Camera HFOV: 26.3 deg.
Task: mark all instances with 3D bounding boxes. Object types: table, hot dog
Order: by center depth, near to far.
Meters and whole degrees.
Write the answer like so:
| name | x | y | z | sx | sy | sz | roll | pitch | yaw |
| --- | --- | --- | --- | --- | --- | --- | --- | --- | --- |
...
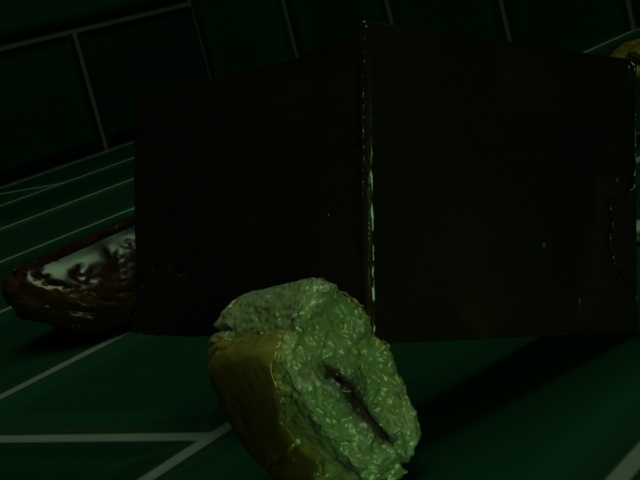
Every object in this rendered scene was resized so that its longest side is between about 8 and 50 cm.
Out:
| name | x | y | z | sx | sy | sz | roll | pitch | yaw |
| --- | --- | --- | --- | --- | --- | --- | --- | --- | --- |
| table | 0.039 | -0.027 | 0.980 | 0.250 | 0.196 | 0.282 | -1 | -2 | -37 |
| hot dog | -0.222 | 0.035 | 1.438 | 0.227 | 0.099 | 0.160 | -22 | 13 | -32 |

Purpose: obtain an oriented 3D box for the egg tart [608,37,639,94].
| name | x | y | z | sx | sy | sz | roll | pitch | yaw |
| --- | --- | --- | --- | --- | --- | --- | --- | --- | --- |
| egg tart | 0.496 | -0.204 | 1.695 | 0.294 | 0.123 | 0.294 | -10 | 11 | 2 |

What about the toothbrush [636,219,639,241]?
| name | x | y | z | sx | sy | sz | roll | pitch | yaw |
| --- | --- | --- | --- | --- | --- | --- | --- | --- | --- |
| toothbrush | 0.408 | -0.029 | 1.084 | 0.418 | 0.040 | 0.042 | -5 | 16 | 43 |

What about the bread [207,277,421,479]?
| name | x | y | z | sx | sy | sz | roll | pitch | yaw |
| --- | --- | --- | --- | --- | --- | --- | --- | --- | --- |
| bread | -0.009 | 0.091 | 0.793 | 0.106 | 0.125 | 0.082 | -16 | 23 | 48 |
